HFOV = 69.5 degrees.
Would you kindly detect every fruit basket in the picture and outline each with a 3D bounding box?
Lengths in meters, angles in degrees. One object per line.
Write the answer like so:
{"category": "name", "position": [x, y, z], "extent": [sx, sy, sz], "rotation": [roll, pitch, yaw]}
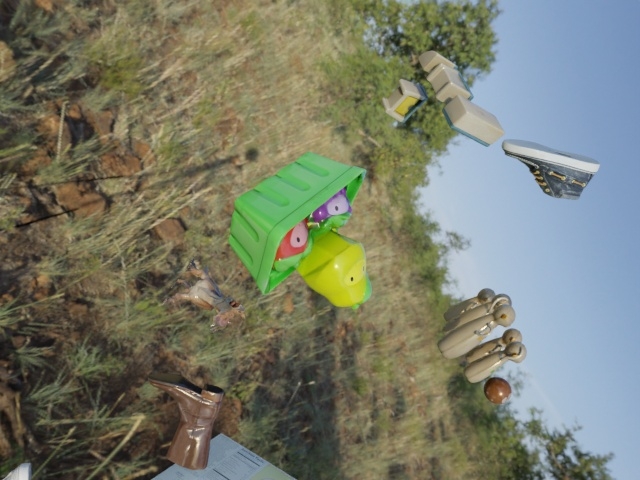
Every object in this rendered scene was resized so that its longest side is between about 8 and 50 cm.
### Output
{"category": "fruit basket", "position": [0.000, 0.000, 1.170], "extent": [0.282, 0.393, 0.391], "rotation": [112, -26, -48]}

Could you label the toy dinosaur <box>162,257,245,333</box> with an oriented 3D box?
{"category": "toy dinosaur", "position": [-0.316, 0.162, 1.305], "extent": [0.200, 0.127, 0.296], "rotation": [36, -1, -14]}

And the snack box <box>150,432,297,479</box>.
{"category": "snack box", "position": [-0.091, 0.416, 0.668], "extent": [0.187, 0.322, 0.060], "rotation": [-10, 114, -60]}

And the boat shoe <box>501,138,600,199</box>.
{"category": "boat shoe", "position": [0.425, -0.133, 0.880], "extent": [0.065, 0.184, 0.083], "rotation": [-71, 176, -61]}

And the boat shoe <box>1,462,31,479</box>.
{"category": "boat shoe", "position": [-0.536, 0.437, 0.789], "extent": [0.063, 0.184, 0.066], "rotation": [7, 49, -34]}

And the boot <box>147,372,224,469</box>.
{"category": "boot", "position": [-0.189, 0.241, 0.607], "extent": [0.037, 0.107, 0.114], "rotation": [-24, 130, -85]}

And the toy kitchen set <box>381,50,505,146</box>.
{"category": "toy kitchen set", "position": [0.242, -0.257, 0.954], "extent": [0.122, 0.166, 0.207], "rotation": [13, 50, -35]}

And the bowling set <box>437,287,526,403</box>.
{"category": "bowling set", "position": [0.361, 0.212, 0.943], "extent": [0.199, 0.154, 0.287], "rotation": [54, 18, 2]}
